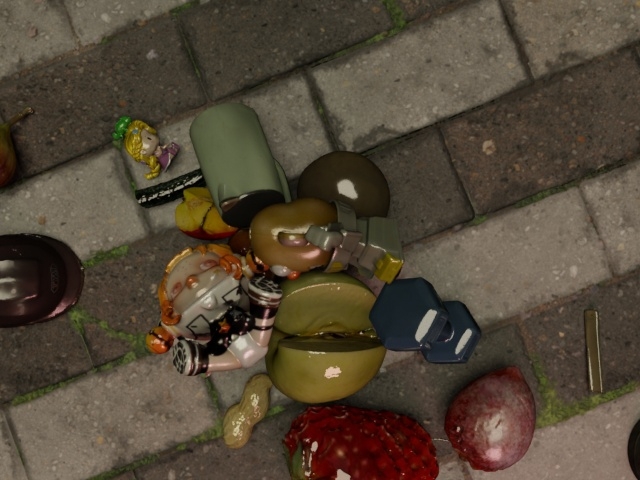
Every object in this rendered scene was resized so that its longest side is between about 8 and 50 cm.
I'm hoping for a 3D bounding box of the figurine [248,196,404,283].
[{"bbox_3d":[0.000,-0.001,1.238,0.284,0.342,0.167,10,68,-17],"label":"figurine"}]

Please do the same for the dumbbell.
[{"bbox_3d":[0.231,0.179,1.331,0.143,0.316,0.156,-36,60,16],"label":"dumbbell"}]

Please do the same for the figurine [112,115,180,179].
[{"bbox_3d":[-0.431,-0.218,1.491,0.156,0.095,0.115,32,111,-15],"label":"figurine"}]

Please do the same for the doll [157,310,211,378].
[{"bbox_3d":[-0.297,0.226,1.461,0.180,0.107,0.110,39,89,6],"label":"doll"}]

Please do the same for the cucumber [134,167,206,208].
[{"bbox_3d":[-0.340,-0.131,1.502,0.214,0.052,0.058,-20,59,0],"label":"cucumber"}]

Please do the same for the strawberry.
[{"bbox_3d":[0.106,0.502,1.365,0.345,0.295,0.318,-11,51,-15],"label":"strawberry"}]

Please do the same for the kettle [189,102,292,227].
[{"bbox_3d":[-0.162,-0.158,1.409,0.165,0.240,0.255,-40,59,30],"label":"kettle"}]

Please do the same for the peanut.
[{"bbox_3d":[-0.172,0.401,1.466,0.082,0.082,0.187,34,90,3],"label":"peanut"}]

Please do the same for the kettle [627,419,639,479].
[{"bbox_3d":[0.835,0.447,1.294,0.228,0.324,0.321,15,89,3],"label":"kettle"}]

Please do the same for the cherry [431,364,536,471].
[{"bbox_3d":[0.388,0.393,1.395,0.192,0.175,0.250,27,87,15],"label":"cherry"}]

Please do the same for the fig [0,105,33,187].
[{"bbox_3d":[-0.787,-0.222,1.502,0.160,0.231,0.143,23,133,4],"label":"fig"}]

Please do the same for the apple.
[{"bbox_3d":[0.006,0.207,1.358,0.254,0.292,0.292,1,88,-22],"label":"apple"}]

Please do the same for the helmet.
[{"bbox_3d":[-0.733,0.092,1.452,0.305,0.177,0.225,-8,86,4],"label":"helmet"}]

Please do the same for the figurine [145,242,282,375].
[{"bbox_3d":[-0.227,0.132,1.334,0.320,0.323,0.196,-37,131,-4],"label":"figurine"}]

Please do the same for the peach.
[{"bbox_3d":[-0.263,-0.062,1.466,0.151,0.118,0.151,-10,57,16],"label":"peach"}]

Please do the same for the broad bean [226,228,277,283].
[{"bbox_3d":[-0.161,0.052,1.471,0.114,0.084,0.165,-36,83,-5],"label":"broad bean"}]

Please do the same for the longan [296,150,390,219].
[{"bbox_3d":[0.051,-0.107,1.414,0.220,0.196,0.197,23,90,13],"label":"longan"}]

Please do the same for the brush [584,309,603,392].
[{"bbox_3d":[0.643,0.258,1.457,0.034,0.027,0.191,-7,82,39],"label":"brush"}]
